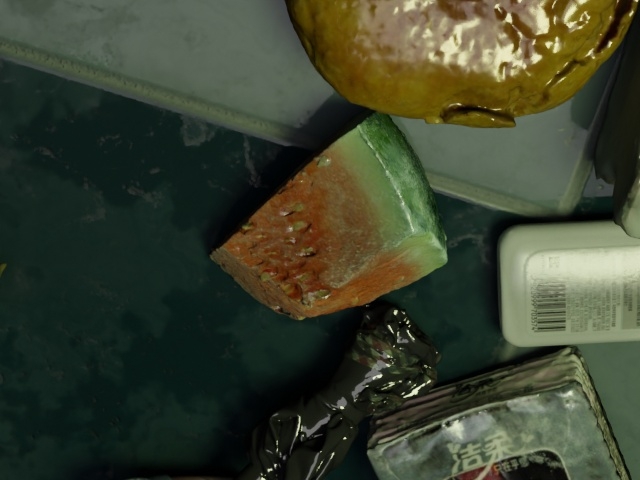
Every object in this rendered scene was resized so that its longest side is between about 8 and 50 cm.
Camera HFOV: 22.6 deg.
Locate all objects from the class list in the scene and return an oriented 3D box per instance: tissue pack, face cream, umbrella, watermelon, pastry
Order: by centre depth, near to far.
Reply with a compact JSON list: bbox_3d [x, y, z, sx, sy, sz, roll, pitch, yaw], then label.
[{"bbox_3d":[0.135,-0.266,1.560,0.356,0.164,0.356,1,112,4],"label":"pastry"},{"bbox_3d":[0.000,0.000,1.701,0.256,0.140,0.193,-27,100,19],"label":"watermelon"},{"bbox_3d":[0.336,0.041,1.720,0.291,0.071,0.144,-5,112,4],"label":"face cream"},{"bbox_3d":[0.011,0.187,1.740,0.272,0.122,0.110,-43,146,0],"label":"umbrella"},{"bbox_3d":[0.231,0.318,1.804,0.259,0.122,0.361,-19,111,12],"label":"tissue pack"}]

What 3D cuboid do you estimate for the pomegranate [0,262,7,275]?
[{"bbox_3d":[-0.416,0.019,1.695,0.169,0.148,0.148,20,110,-18],"label":"pomegranate"}]

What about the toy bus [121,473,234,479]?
[{"bbox_3d":[-0.112,0.387,1.754,0.232,0.294,0.197,-6,125,-9],"label":"toy bus"}]

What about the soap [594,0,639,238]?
[{"bbox_3d":[0.522,-0.150,1.569,0.435,0.213,0.350,8,113,-2],"label":"soap"}]
